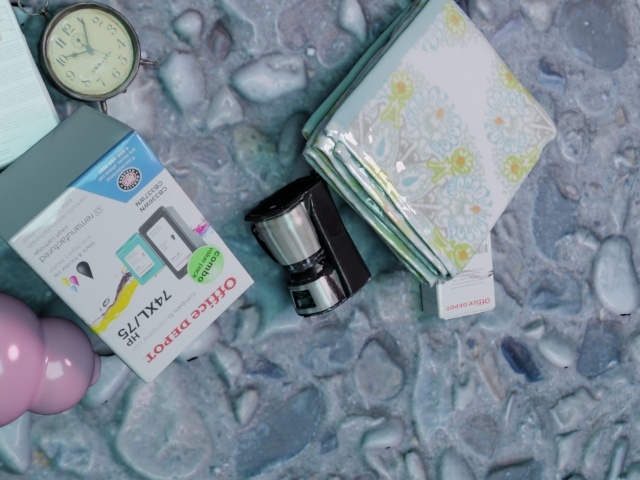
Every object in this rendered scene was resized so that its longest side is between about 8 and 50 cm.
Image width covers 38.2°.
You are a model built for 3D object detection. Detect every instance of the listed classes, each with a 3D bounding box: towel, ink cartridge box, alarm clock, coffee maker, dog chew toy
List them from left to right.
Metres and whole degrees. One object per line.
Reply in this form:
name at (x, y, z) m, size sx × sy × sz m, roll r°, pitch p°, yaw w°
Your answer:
ink cartridge box at (-0.458, -0.199, 1.195) m, size 0.189 × 0.066 × 0.232 m, roll -24°, pitch 96°, yaw -19°
dog chew toy at (-0.442, 0.150, 1.165) m, size 0.332 × 0.207 × 0.206 m, roll 11°, pitch 92°, yaw -33°
alarm clock at (-0.324, -0.264, 1.235) m, size 0.192 × 0.064 × 0.129 m, roll 45°, pitch 78°, yaw -24°
ink cartridge box at (-0.264, 0.002, 1.190) m, size 0.198 × 0.197 × 0.270 m, roll -45°, pitch 125°, yaw -13°
coffee maker at (0.000, 0.000, 1.376) m, size 0.171 × 0.120 × 0.178 m, roll -33°, pitch 108°, yaw -18°
towel at (0.173, -0.161, 1.413) m, size 0.320 × 0.090 × 0.374 m, roll 47°, pitch 65°, yaw -19°
ink cartridge box at (0.220, 0.043, 1.507) m, size 0.109 × 0.063 × 0.150 m, roll -9°, pitch 99°, yaw -23°
